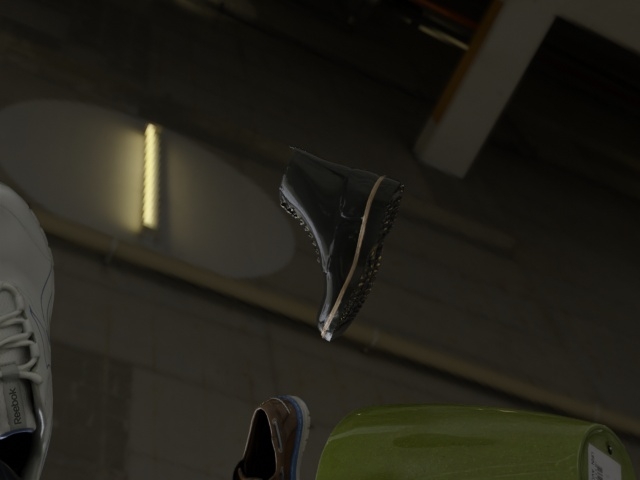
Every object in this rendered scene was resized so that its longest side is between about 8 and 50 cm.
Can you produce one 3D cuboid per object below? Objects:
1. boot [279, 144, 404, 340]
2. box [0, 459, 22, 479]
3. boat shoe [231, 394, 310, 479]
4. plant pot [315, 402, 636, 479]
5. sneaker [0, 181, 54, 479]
[{"bbox_3d":[0.000,0.000,1.211,0.137,0.198,0.077,24,-167,16],"label":"boot"},{"bbox_3d":[-0.185,0.428,0.521,0.472,0.297,0.480,49,-167,-14],"label":"box"},{"bbox_3d":[-0.061,0.253,1.118,0.066,0.183,0.066,4,178,40],"label":"boat shoe"},{"bbox_3d":[0.191,0.297,1.197,0.275,0.293,0.275,23,-122,-43],"label":"plant pot"},{"bbox_3d":[-0.266,0.095,0.912,0.111,0.297,0.129,-10,-160,-23],"label":"sneaker"}]
